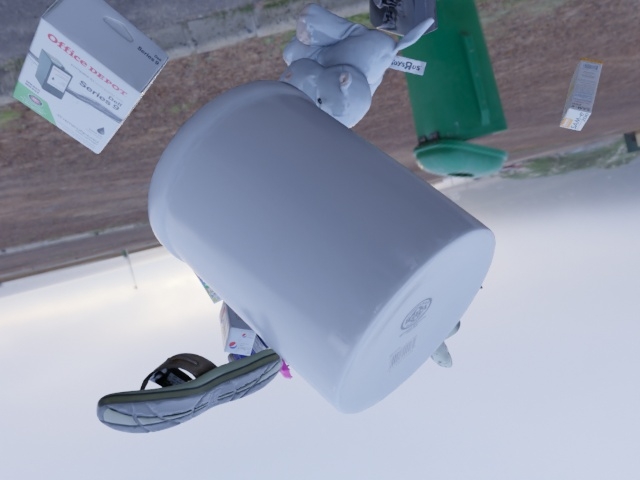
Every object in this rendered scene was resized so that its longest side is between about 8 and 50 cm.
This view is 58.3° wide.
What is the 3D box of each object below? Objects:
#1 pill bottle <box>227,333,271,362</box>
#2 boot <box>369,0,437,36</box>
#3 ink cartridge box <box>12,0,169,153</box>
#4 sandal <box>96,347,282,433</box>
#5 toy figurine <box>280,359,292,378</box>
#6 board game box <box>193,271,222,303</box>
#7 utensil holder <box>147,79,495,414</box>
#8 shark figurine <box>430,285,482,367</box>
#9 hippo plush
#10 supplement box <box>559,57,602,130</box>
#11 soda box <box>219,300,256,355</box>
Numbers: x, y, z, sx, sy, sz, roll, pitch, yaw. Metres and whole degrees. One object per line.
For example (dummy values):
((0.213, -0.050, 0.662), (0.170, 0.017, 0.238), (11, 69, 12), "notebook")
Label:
((-0.166, 0.314, 1.661), (0.187, 0.112, 0.112), (-41, -178, 1), "pill bottle")
((0.142, -0.749, 1.374), (0.146, 0.445, 0.367), (-25, -134, -8), "boot")
((-0.467, -0.331, 1.151), (0.289, 0.211, 0.121), (-26, -146, 50), "ink cartridge box")
((-0.204, 0.223, 0.910), (0.303, 0.086, 0.120), (-11, 147, -37), "sandal")
((-0.060, 0.358, 1.745), (0.159, 0.130, 0.173), (-5, 139, -54), "toy figurine")
((-0.249, 0.072, 1.344), (0.026, 0.103, 0.154), (-26, -165, 10), "board game box")
((0.000, 0.000, 0.820), (0.385, 0.327, 0.328), (39, -145, 29), "utensil holder")
((0.299, 0.189, 1.510), (0.166, 0.278, 0.116), (10, -170, -20), "shark figurine")
((0.041, -0.294, 1.124), (0.295, 0.236, 0.234), (13, 147, 9), "hippo plush")
((0.430, -0.241, 0.947), (0.036, 0.098, 0.062), (16, 167, 13), "supplement box")
((-0.221, 0.217, 1.513), (0.069, 0.073, 0.216), (12, -165, -18), "soda box")
